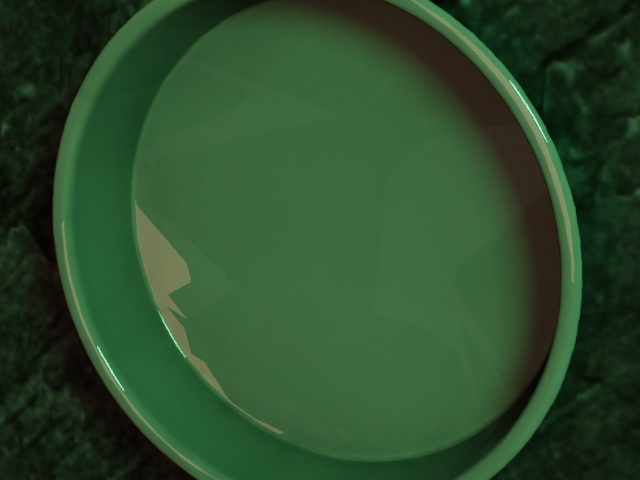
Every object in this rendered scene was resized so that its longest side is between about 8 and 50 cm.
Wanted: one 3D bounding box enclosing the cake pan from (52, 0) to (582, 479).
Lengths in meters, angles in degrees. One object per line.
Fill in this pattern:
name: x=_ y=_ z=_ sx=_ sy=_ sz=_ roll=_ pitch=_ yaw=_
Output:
cake pan: x=0.000 y=0.000 z=0.998 sx=0.293 sy=0.054 sz=0.293 roll=7 pitch=107 yaw=24
